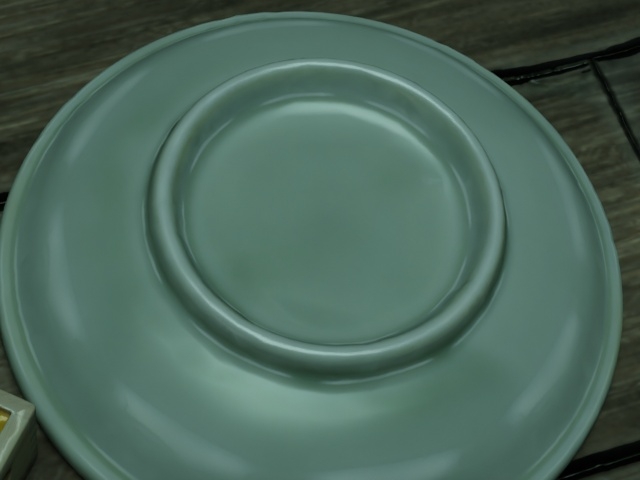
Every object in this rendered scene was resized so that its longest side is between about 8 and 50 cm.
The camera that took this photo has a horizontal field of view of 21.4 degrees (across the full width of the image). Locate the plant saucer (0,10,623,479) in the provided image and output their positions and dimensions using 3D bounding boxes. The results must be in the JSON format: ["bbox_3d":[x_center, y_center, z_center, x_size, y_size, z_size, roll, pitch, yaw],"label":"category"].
[{"bbox_3d":[0.000,0.000,1.043,0.400,0.100,0.400,3,60,-5],"label":"plant saucer"}]

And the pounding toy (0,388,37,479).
[{"bbox_3d":[-0.234,0.107,0.948,0.130,0.100,0.141,23,60,5],"label":"pounding toy"}]
